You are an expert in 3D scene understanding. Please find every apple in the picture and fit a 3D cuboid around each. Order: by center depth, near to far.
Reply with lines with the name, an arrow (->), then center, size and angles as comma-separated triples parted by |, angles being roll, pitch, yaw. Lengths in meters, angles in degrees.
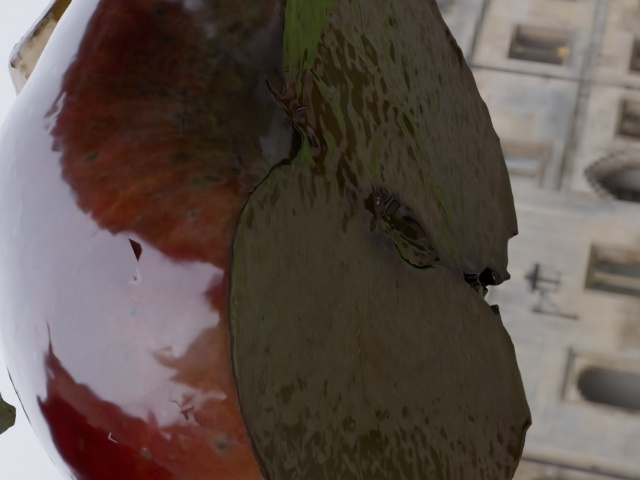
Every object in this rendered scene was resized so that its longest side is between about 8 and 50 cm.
apple -> 0.000, 0.000, 0.751 | 0.329, 0.295, 0.365 | -53, -32, 2

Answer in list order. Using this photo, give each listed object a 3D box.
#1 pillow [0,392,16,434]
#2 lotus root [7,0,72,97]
pillow -> -0.431, 0.210, 1.604 | 0.208, 0.053, 0.119 | -29, -43, -20
lotus root -> -0.167, -0.151, 1.265 | 0.188, 0.180, 0.199 | -36, 29, 46
